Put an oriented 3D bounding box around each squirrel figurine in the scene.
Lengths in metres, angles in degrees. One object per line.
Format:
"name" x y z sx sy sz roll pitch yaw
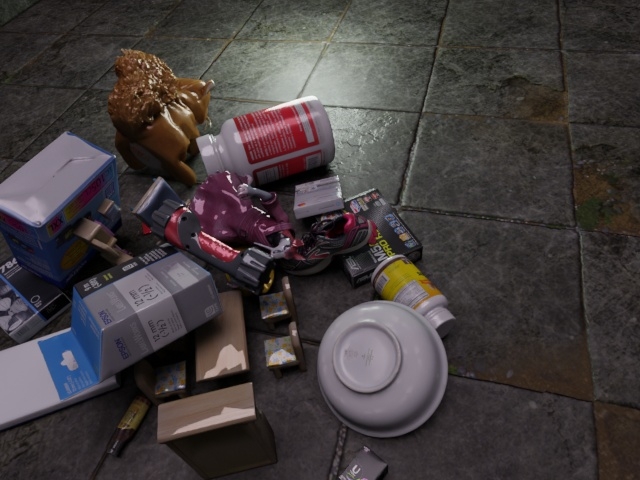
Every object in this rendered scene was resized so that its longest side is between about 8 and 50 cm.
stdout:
"squirrel figurine" -0.517 -0.450 1.566 0.281 0.397 0.370 14 61 25

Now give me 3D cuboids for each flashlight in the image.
"flashlight" -0.248 0.007 1.084 0.304 0.103 0.103 25 56 14

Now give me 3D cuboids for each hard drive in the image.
"hard drive" -0.664 0.324 1.150 0.318 0.040 0.210 -19 49 -8

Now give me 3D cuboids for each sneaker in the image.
"sneaker" 0.000 0.000 1.229 0.299 0.112 0.121 -26 56 30

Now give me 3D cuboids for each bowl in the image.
"bowl" 0.112 0.253 0.978 0.297 0.134 0.298 -8 64 17

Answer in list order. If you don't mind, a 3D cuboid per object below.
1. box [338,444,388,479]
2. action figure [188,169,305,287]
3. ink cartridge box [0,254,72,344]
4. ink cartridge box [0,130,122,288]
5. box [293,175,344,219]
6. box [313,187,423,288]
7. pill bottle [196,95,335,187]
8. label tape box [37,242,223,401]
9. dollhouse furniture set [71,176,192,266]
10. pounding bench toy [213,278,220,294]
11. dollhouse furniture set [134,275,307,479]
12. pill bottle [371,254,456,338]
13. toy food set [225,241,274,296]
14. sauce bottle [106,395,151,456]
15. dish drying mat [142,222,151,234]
"box" 0.086 0.462 0.917 0.062 0.052 0.083 34 60 30
"action figure" -0.184 -0.029 1.253 0.370 0.275 0.248 27 102 21
"ink cartridge box" -0.874 0.143 1.323 0.332 0.065 0.165 27 58 28
"ink cartridge box" -0.681 -0.056 1.246 0.151 0.395 0.270 31 55 -2
"box" -0.006 -0.134 1.406 0.145 0.038 0.186 -13 26 5
"box" 0.129 -0.015 1.320 0.216 0.060 0.270 -21 50 -11
"pill bottle" -0.176 -0.304 1.501 0.407 0.229 0.229 -19 49 -9
"label tape box" -0.426 0.152 1.004 0.347 0.115 0.249 -27 31 -30
"dollhouse furniture set" -0.431 -0.039 1.269 0.198 0.286 0.303 20 66 23
"pounding bench toy" -0.295 0.157 1.220 0.052 0.065 0.083 -12 38 -1
"dollhouse furniture set" -0.219 0.258 1.002 0.362 0.256 0.394 -13 49 -3
"pill bottle" 0.227 0.142 1.132 0.117 0.117 0.215 -27 52 -15
"toy food set" -0.197 0.083 1.274 0.128 0.071 0.218 3 38 -12
"sauce bottle" -0.429 0.414 1.038 0.042 0.042 0.128 9 50 16
"dish drying mat" -0.551 -0.051 1.481 0.032 0.008 0.083 -17 48 -8
